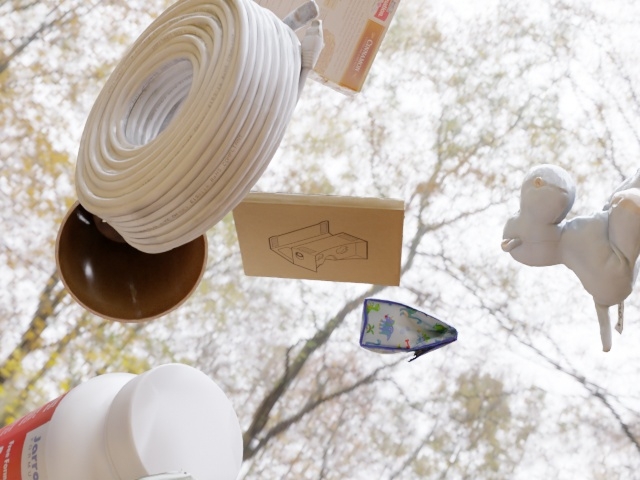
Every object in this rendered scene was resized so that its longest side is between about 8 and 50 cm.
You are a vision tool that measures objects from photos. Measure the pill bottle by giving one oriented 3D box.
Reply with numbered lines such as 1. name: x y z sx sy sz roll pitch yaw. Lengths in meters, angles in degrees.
1. pill bottle: -0.298 0.308 1.259 0.407 0.229 0.229 -30 -68 35

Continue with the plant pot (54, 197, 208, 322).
1. plant pot: -0.324 -0.018 1.641 0.237 0.237 0.254 51 0 -23

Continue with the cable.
1. cable: -0.129 -0.117 0.925 0.257 0.257 0.089 -9 -33 43

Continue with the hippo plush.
1. hippo plush: 0.440 -0.013 1.663 0.236 0.234 0.294 20 -69 22

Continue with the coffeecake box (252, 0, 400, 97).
1. coffeecake box: -0.012 -0.276 1.168 0.185 0.142 0.068 24 -1 -10

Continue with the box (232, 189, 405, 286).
1. box: 0.000 0.000 1.179 0.201 0.021 0.164 3 -35 5

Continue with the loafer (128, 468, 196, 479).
1. loafer: -0.158 0.314 0.969 0.094 0.087 0.251 50 -34 30

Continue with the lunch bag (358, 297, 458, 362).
1. lunch bag: 0.138 0.143 1.544 0.151 0.096 0.129 5 -5 3
